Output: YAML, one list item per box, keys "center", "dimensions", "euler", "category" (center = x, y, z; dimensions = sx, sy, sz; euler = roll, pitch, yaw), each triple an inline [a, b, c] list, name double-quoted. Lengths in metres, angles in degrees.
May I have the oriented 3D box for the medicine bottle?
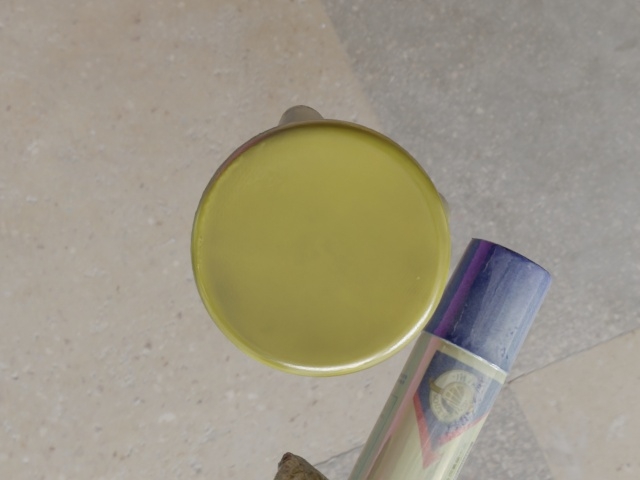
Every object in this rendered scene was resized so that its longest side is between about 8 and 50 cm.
- center: [0.064, 0.112, 0.514]
  dimensions: [0.059, 0.059, 0.230]
  euler: [28, 85, -6]
  category: "medicine bottle"

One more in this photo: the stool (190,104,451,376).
- center: [0.000, 0.000, 0.413]
  dimensions: [0.134, 0.110, 0.135]
  euler: [-11, 96, 3]
  category: "stool"

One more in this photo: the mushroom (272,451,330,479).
- center: [-0.024, 0.422, 1.143]
  dimensions: [0.217, 0.212, 0.292]
  euler: [-39, 88, -25]
  category: "mushroom"
